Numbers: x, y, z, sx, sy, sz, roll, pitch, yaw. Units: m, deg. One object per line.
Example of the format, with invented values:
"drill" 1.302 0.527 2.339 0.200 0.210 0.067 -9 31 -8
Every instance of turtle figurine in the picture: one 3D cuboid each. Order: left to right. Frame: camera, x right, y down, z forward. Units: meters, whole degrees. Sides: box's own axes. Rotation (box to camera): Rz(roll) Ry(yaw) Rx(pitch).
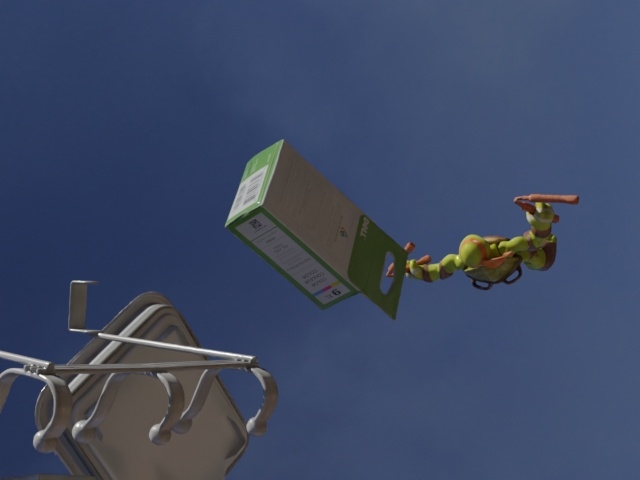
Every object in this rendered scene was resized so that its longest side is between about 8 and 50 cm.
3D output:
"turtle figurine" 0.238 0.015 1.395 0.217 0.270 0.087 3 -116 -61

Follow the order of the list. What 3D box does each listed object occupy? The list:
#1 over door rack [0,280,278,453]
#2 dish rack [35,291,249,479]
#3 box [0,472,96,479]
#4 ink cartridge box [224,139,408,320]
"over door rack" -0.231 0.118 0.982 0.240 0.324 0.108 6 -81 -47
"dish rack" -0.239 0.275 1.597 0.285 0.072 0.332 -48 -55 -36
"box" -0.307 0.296 1.144 0.102 0.101 0.087 28 -125 -60
"ink cartridge box" 0.000 0.000 1.178 0.209 0.062 0.109 41 -140 -24
